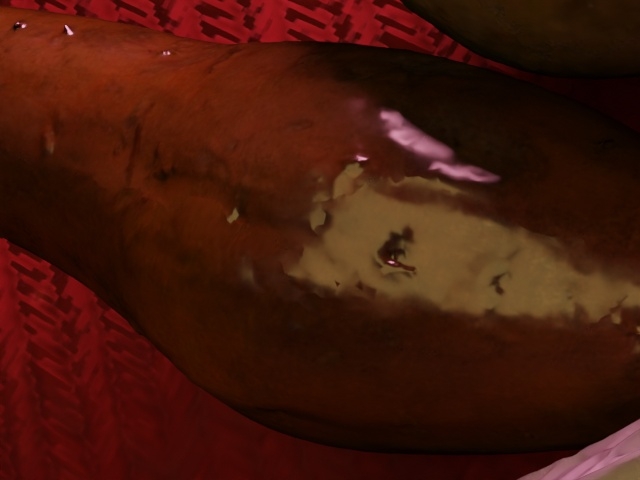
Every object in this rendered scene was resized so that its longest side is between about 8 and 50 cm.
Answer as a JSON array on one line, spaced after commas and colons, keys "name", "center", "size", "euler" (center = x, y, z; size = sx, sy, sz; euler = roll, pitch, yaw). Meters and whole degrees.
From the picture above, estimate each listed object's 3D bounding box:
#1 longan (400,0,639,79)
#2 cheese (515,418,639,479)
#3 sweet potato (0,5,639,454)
[{"name": "longan", "center": [0.067, -0.121, 0.436], "size": [0.155, 0.176, 0.145], "euler": [3, 59, 11]}, {"name": "cheese", "center": [0.002, 0.089, 0.428], "size": [0.255, 0.127, 0.050], "euler": [-34, 86, 33]}, {"name": "sweet potato", "center": [0.005, 0.002, 0.478], "size": [0.359, 0.112, 0.112], "euler": [11, 85, 30]}]
